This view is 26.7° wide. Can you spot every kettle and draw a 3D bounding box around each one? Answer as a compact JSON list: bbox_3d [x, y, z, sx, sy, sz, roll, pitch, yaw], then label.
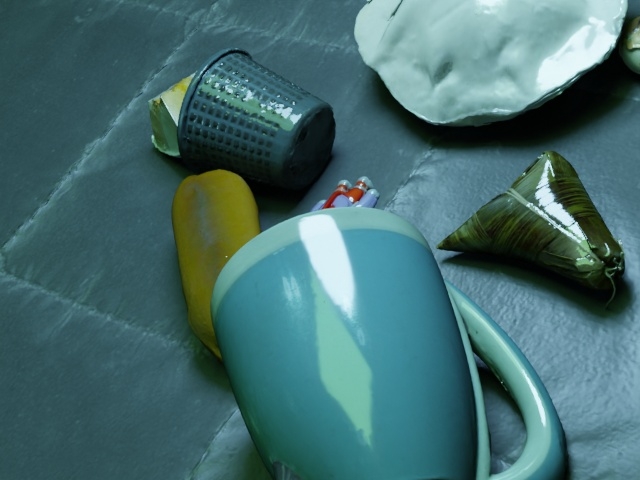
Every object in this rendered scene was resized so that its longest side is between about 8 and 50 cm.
[{"bbox_3d":[0.081,0.165,1.347,0.319,0.247,0.342,-8,49,-16],"label":"kettle"}]

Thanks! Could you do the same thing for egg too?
[{"bbox_3d":[0.405,-0.243,1.664,0.071,0.071,0.083,4,39,29],"label":"egg"}]

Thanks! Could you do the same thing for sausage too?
[{"bbox_3d":[-0.113,0.043,1.627,0.112,0.112,0.328,-21,46,6],"label":"sausage"}]

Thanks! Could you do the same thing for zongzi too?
[{"bbox_3d":[0.235,0.018,1.505,0.184,0.084,0.187,-35,46,13],"label":"zongzi"}]

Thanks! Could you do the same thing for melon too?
[{"bbox_3d":[-0.188,-0.176,1.876,0.139,0.093,0.202,-30,17,35],"label":"melon"}]

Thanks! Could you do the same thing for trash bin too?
[{"bbox_3d":[-0.073,-0.142,1.749,0.161,0.175,0.175,24,63,25],"label":"trash bin"}]

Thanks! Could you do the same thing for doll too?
[{"bbox_3d":[0.000,0.000,1.628,0.102,0.075,0.227,-12,34,36],"label":"doll"}]

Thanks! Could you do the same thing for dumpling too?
[{"bbox_3d":[0.208,-0.263,1.709,0.341,0.181,0.260,9,61,5],"label":"dumpling"}]
